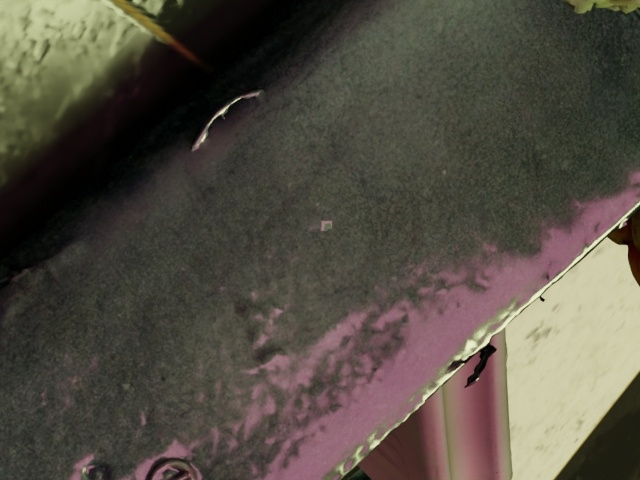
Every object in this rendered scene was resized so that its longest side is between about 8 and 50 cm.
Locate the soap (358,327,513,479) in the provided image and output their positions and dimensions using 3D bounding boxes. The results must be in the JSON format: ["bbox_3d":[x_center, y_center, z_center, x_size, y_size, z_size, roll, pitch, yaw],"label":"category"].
[{"bbox_3d":[0.045,0.067,0.839,0.065,0.122,0.203,-37,144,-19],"label":"soap"}]

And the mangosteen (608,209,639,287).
[{"bbox_3d":[0.278,-0.036,0.958,0.210,0.210,0.210,-32,143,-27],"label":"mangosteen"}]

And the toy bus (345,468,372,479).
[{"bbox_3d":[0.065,0.268,1.045,0.128,0.147,0.256,-34,145,-28],"label":"toy bus"}]

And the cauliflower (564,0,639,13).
[{"bbox_3d":[0.035,-0.171,0.549,0.315,0.238,0.256,-21,-179,-11],"label":"cauliflower"}]

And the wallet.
[{"bbox_3d":[0.000,0.000,0.690,0.379,0.190,0.046,-43,-169,-11],"label":"wallet"}]
